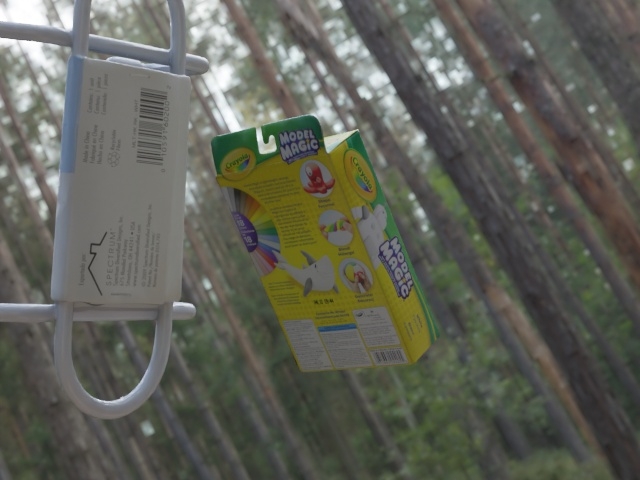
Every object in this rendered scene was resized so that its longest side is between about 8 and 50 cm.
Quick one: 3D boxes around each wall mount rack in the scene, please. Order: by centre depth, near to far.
[{"bbox_3d":[-0.216,-0.047,1.002,0.130,0.350,0.304,3,-1,40],"label":"wall mount rack"}]

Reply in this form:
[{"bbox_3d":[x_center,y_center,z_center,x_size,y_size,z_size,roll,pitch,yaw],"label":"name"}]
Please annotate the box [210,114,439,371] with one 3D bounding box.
[{"bbox_3d":[0.000,0.000,0.916,0.105,0.179,0.043,-8,23,40],"label":"box"}]
